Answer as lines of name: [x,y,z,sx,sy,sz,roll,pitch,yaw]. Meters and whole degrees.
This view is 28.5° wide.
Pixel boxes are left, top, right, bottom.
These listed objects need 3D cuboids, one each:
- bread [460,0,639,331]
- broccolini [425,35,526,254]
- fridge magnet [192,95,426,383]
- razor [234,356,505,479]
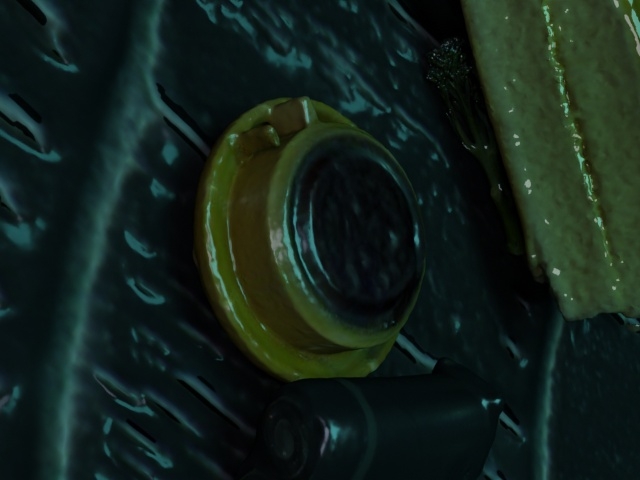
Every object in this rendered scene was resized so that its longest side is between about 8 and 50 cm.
bread: [0.200,-0.080,0.797,0.239,0.111,0.246,-21,99,-56]
broccolini: [0.101,-0.058,0.760,0.035,0.030,0.140,-43,115,-48]
fridge magnet: [0.000,0.000,0.601,0.143,0.063,0.143,14,70,-43]
razor: [0.027,0.104,0.595,0.148,0.054,0.090,1,119,-49]
